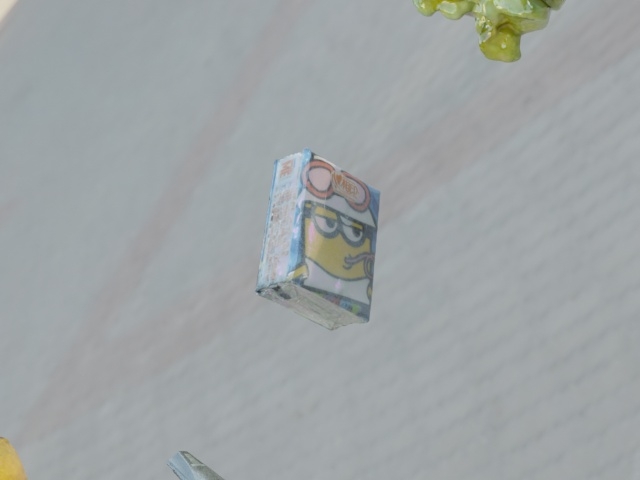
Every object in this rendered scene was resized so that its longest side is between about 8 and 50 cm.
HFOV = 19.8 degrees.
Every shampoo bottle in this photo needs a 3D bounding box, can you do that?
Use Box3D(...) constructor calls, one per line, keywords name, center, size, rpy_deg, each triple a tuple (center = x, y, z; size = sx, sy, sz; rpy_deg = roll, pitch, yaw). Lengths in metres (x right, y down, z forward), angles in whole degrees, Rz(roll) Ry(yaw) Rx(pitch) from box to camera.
Box3D(name="shampoo bottle", center=(-0.120, 0.262, 1.954), size=(0.137, 0.048, 0.027), rpy_deg=(30, 112, 55))

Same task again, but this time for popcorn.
Box3D(name="popcorn", center=(0.184, -0.294, 1.923), size=(0.187, 0.185, 0.167), rpy_deg=(-41, 16, -6))

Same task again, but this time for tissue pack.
Box3D(name="tissue pack", center=(0.000, 0.000, 1.863), size=(0.065, 0.115, 0.155), rpy_deg=(-17, 56, 41))

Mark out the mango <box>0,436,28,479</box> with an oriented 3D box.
Box3D(name="mango", center=(-0.349, 0.260, 1.690), size=(0.187, 0.144, 0.359), rpy_deg=(-49, 4, -9))
